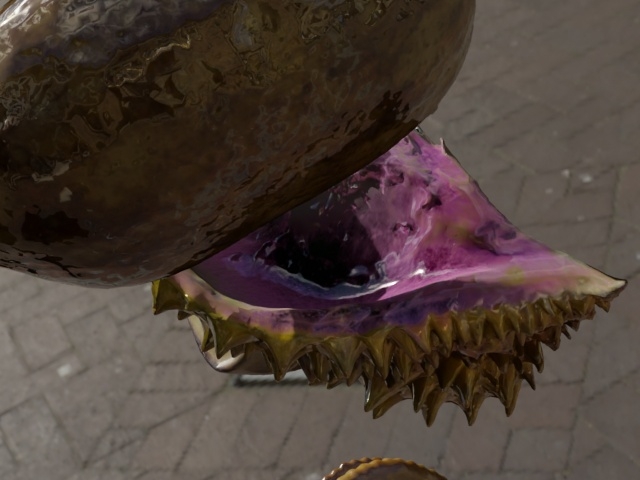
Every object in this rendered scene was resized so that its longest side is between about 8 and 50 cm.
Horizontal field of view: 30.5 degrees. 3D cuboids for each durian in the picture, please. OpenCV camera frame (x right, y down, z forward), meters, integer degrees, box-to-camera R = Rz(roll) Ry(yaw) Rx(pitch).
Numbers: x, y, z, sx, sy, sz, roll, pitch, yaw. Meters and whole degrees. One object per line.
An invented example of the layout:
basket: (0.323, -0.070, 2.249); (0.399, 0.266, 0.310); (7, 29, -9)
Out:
durian: (-0.019, -0.007, 0.578); (0.187, 0.153, 0.260); (-1, 41, -26)

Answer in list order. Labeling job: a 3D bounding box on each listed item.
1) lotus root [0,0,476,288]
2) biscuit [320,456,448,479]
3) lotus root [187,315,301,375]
lotus root: (-0.057, -0.059, 0.462); (0.260, 0.128, 0.145); (-31, -8, -9)
biscuit: (0.073, 0.334, 1.220); (0.220, 0.220, 0.066); (-40, 3, -31)
lotus root: (0.000, -0.001, 0.919); (0.199, 0.180, 0.188); (-43, 53, 35)
